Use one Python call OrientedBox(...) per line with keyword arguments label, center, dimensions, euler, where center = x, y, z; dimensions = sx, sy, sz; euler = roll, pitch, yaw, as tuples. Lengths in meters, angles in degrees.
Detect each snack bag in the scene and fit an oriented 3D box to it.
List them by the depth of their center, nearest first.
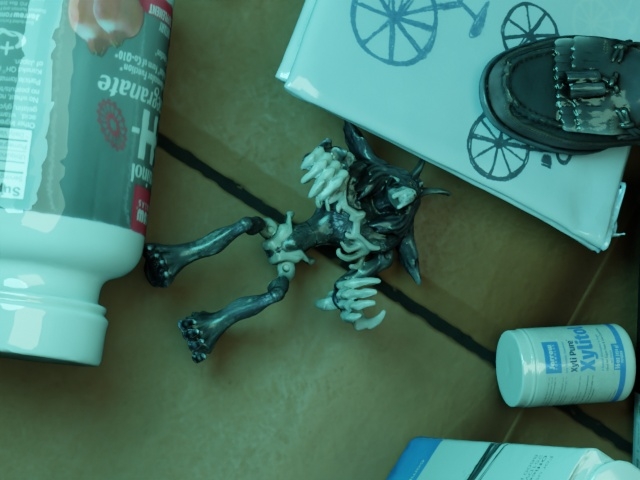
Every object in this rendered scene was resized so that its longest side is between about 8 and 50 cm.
OrientedBox(label="snack bag", center=(0.157, -0.197, 1.503), dimensions=(0.342, 0.037, 0.323), euler=(26, 69, -19))

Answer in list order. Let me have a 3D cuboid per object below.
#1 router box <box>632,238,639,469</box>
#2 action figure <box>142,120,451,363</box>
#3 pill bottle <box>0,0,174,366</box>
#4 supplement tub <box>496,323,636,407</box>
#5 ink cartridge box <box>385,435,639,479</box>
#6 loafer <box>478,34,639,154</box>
OrientedBox(label="router box", center=(0.405, 0.079, 1.513), dimensions=(0.243, 0.081, 0.308), euler=(-3, 99, -14))
OrientedBox(label="action figure", center=(0.000, 0.000, 1.422), dimensions=(0.276, 0.141, 0.164), euler=(-27, 104, -14))
OrientedBox(label="pill bottle", center=(-0.219, -0.065, 1.354), dimensions=(0.176, 0.176, 0.318), euler=(8, 83, -13))
OrientedBox(label="supplement tub", center=(0.215, 0.110, 1.502), dimensions=(0.107, 0.071, 0.071), euler=(-3, 86, -15))
OrientedBox(label="ink cartridge box", center=(0.200, 0.294, 1.313), dimensions=(0.285, 0.395, 0.166), euler=(36, 77, -8))
OrientedBox(label="loafer", center=(0.285, -0.130, 1.476), dimensions=(0.303, 0.095, 0.109), euler=(3, 78, -25))
